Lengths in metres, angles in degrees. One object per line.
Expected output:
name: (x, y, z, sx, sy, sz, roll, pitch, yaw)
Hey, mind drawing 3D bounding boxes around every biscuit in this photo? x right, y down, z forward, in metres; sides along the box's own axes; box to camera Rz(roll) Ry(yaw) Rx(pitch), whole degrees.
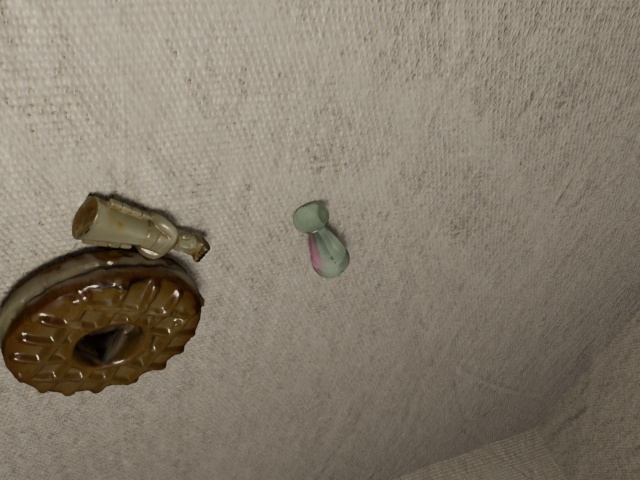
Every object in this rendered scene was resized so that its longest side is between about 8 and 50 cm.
biscuit: (-0.361, 0.139, 1.173, 0.332, 0.103, 0.332, -18, 146, -13)

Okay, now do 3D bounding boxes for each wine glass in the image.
wine glass: (0.000, 0.000, 1.267, 0.073, 0.073, 0.155, -27, 144, 0)

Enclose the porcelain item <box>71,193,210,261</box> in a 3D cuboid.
porcelain item: (-0.262, -0.013, 1.079, 0.213, 0.054, 0.084, 16, 130, -45)
